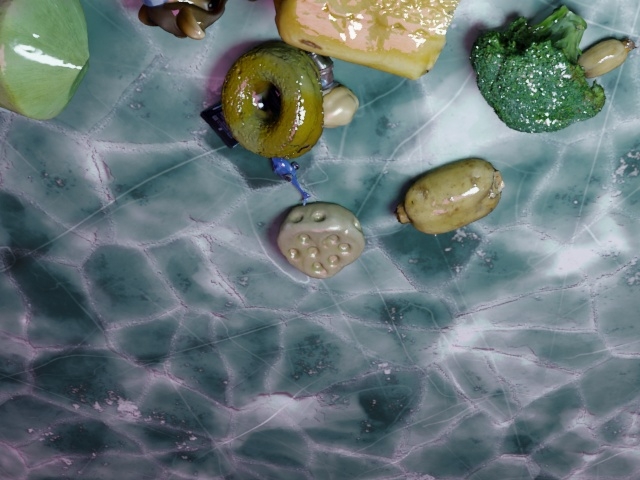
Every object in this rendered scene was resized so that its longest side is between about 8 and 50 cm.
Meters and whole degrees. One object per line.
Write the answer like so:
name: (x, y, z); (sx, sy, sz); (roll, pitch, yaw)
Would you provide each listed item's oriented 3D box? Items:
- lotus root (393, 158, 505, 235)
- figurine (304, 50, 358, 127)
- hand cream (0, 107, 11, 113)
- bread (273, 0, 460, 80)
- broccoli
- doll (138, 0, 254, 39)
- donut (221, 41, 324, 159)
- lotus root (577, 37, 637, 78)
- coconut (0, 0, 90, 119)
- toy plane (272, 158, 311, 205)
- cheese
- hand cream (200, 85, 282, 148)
lotus root: (0.321, -0.105, 2.014); (0.284, 0.146, 0.160); (-18, 109, 21)
figurine: (0.010, -0.353, 1.852); (0.108, 0.114, 0.196); (-17, 119, 24)
hand cream: (-0.894, -0.395, 1.907); (0.321, 0.067, 0.109); (17, 128, -17)
bread: (0.083, -0.548, 1.601); (0.394, 0.250, 0.361); (14, 127, -3)
broccoli: (0.477, -0.368, 1.725); (0.308, 0.308, 0.275); (31, 98, -21)
doll: (-0.305, -0.587, 1.637); (0.318, 0.209, 0.339); (9, 137, 40)
donut: (-0.115, -0.311, 1.811); (0.272, 0.107, 0.272); (8, 109, 23)
lotus root: (0.634, -0.410, 1.792); (0.150, 0.062, 0.073); (-27, 130, 24)
coconut: (-0.633, -0.416, 1.725); (0.329, 0.281, 0.328); (5, 101, 24)
toy plane: (-0.075, -0.160, 2.057); (0.062, 0.054, 0.167); (-9, 133, 43)
cheese: (0.000, 0.000, 2.137); (0.235, 0.117, 0.218); (11, 131, -7)
hand cream: (-0.158, -0.318, 1.925); (0.271, 0.061, 0.120); (-26, 122, 28)
